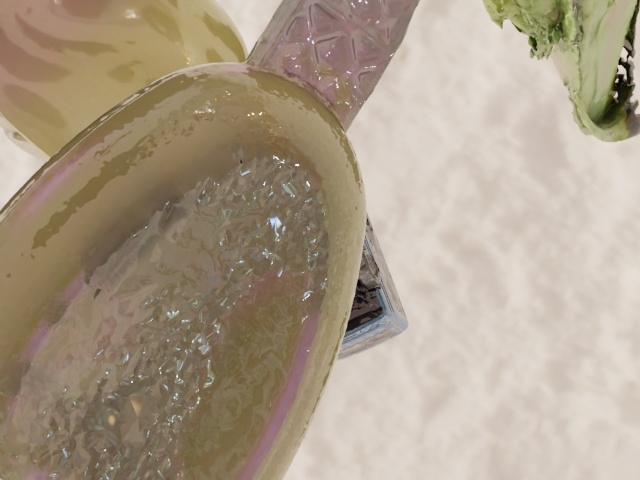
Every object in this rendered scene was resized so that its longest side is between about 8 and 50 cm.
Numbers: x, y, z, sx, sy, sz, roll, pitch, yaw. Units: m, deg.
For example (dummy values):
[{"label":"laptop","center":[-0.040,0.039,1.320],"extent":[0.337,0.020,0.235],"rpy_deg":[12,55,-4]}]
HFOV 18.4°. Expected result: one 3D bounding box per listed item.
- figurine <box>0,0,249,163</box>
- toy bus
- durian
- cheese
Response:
[{"label":"figurine","center":[-0.175,-0.150,0.886],"extent":[0.274,0.394,0.226],"rpy_deg":[-48,14,29]},{"label":"toy bus","center":[0.000,0.000,0.717],"extent":[0.038,0.046,0.083],"rpy_deg":[-26,70,15]},{"label":"durian","center":[0.142,-0.192,1.138],"extent":[0.107,0.375,0.132],"rpy_deg":[28,61,30]},{"label":"cheese","center":[-0.015,-0.019,0.461],"extent":[0.192,0.097,0.037],"rpy_deg":[-59,30,-4]}]
